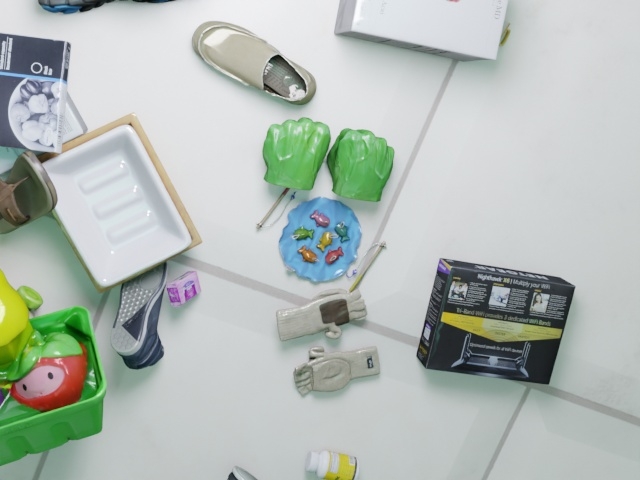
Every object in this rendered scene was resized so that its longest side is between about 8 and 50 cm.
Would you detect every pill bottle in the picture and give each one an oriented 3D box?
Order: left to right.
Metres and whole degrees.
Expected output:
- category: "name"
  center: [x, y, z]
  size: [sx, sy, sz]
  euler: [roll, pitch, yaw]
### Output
- category: "pill bottle"
  center: [0.026, 0.518, 1.750]
  size: [0.116, 0.065, 0.065]
  euler: [17, 100, -13]

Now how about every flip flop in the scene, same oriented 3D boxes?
- category: "flip flop"
  center: [-0.580, -0.074, 1.417]
  size: [0.277, 0.080, 0.112]
  euler: [-23, 100, 40]

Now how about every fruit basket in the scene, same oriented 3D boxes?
- category: "fruit basket"
  center: [-0.602, 0.224, 1.412]
  size: [0.392, 0.283, 0.392]
  euler: [-15, 134, -16]

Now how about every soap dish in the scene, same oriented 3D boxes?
- category: "soap dish"
  center: [-0.401, -0.075, 1.502]
  size: [0.229, 0.118, 0.290]
  euler: [-27, 106, -5]

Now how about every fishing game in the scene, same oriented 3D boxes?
- category: "fishing game"
  center: [0.000, 0.000, 1.635]
  size: [0.264, 0.041, 0.189]
  euler: [39, 92, -16]

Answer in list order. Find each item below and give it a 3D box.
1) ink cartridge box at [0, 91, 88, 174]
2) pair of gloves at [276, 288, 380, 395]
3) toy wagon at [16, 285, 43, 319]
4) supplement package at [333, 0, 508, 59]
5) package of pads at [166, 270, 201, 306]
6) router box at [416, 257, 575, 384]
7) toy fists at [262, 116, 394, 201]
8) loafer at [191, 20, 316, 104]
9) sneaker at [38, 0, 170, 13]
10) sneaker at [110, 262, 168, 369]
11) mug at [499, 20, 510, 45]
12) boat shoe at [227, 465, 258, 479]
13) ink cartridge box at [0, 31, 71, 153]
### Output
- category: "ink cartridge box"
  center: [-0.576, -0.228, 1.452]
  size: [0.208, 0.087, 0.153]
  euler: [-26, 106, -4]
- category: "pair of gloves"
  center: [0.018, 0.222, 1.688]
  size: [0.204, 0.042, 0.240]
  euler: [-19, 113, -9]
- category: "toy wagon"
  center: [-0.741, 0.143, 1.523]
  size: [0.344, 0.068, 0.267]
  euler: [41, 93, -16]
- category: "supplement package"
  center: [0.197, -0.464, 1.487]
  size: [0.293, 0.175, 0.177]
  euler: [8, 101, -12]
- category: "package of pads"
  center: [-0.283, 0.100, 1.587]
  size: [0.032, 0.083, 0.050]
  euler: [-6, 106, 26]
- category: "router box"
  center: [0.395, 0.185, 1.727]
  size: [0.309, 0.081, 0.243]
  euler: [10, 102, -12]
- category: "toy fists"
  center: [0.018, -0.174, 1.569]
  size: [0.279, 0.096, 0.142]
  euler: [10, 108, -15]
- category: "loafer"
  center: [-0.123, -0.351, 1.500]
  size: [0.269, 0.092, 0.102]
  euler: [23, 98, -14]
- category: "sneaker"
  center: [-0.355, -0.508, 1.407]
  size: [0.341, 0.125, 0.139]
  euler: [-8, 100, -10]
- category: "sneaker"
  center: [-0.364, 0.158, 1.589]
  size: [0.086, 0.163, 0.226]
  euler: [10, 61, 9]
- category: "mug"
  center: [0.359, -0.431, 1.586]
  size: [0.078, 0.062, 0.064]
  euler: [21, 107, -8]
- category: "boat shoe"
  center: [-0.119, 0.635, 1.728]
  size: [0.091, 0.114, 0.302]
  euler: [-42, 106, -4]
- category: "ink cartridge box"
  center: [-0.566, -0.270, 1.373]
  size: [0.208, 0.045, 0.206]
  euler: [5, 91, -3]
